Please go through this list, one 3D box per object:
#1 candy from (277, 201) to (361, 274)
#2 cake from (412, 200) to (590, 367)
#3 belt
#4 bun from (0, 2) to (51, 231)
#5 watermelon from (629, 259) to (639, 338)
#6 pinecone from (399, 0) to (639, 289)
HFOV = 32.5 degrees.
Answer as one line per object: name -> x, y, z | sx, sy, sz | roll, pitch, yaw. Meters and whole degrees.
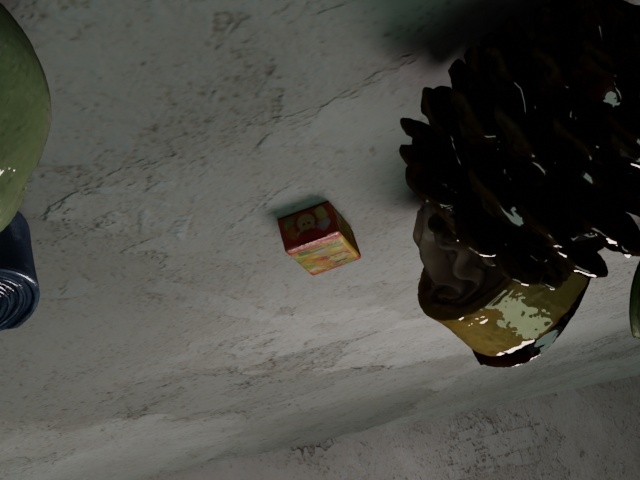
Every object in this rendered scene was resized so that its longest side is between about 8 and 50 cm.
candy -> 0.000, 0.000, 1.198 | 0.062, 0.038, 0.122 | -20, 162, 9
cake -> 0.175, 0.018, 1.197 | 0.178, 0.207, 0.185 | 30, -178, -22
belt -> -0.318, 0.035, 0.945 | 0.141, 0.082, 0.190 | -2, 156, -25
bun -> -0.289, -0.033, 0.599 | 0.293, 0.187, 0.293 | -14, 160, -5
watermelon -> 0.600, 0.028, 1.592 | 0.331, 0.189, 0.331 | -8, 177, 0
pinecone -> 0.193, -0.078, 0.858 | 0.272, 0.224, 0.224 | -40, 154, 25
